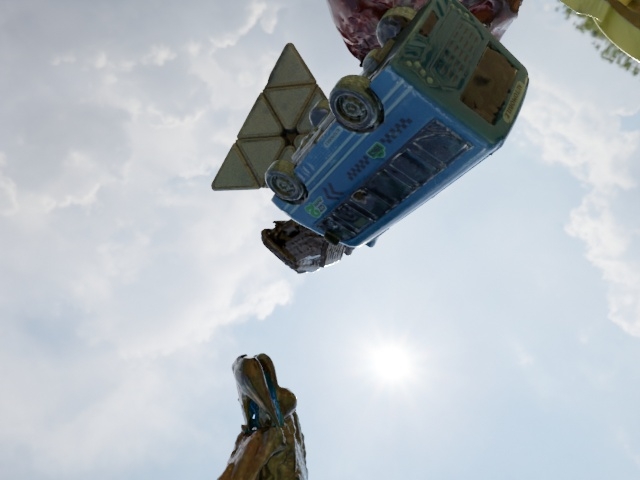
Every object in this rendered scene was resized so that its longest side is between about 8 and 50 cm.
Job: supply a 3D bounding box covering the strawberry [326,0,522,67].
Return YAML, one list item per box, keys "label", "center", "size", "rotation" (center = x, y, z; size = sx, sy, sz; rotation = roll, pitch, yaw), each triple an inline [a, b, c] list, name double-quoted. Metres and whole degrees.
- label: "strawberry"
  center: [0.132, -0.371, 0.809]
  size: [0.274, 0.274, 0.220]
  rotation: [3, -109, -14]

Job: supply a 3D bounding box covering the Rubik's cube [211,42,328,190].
- label: "Rubik's cube"
  center: [-0.039, -0.186, 1.137]
  size: [0.229, 0.228, 0.233]
  rotation: [28, -133, -19]

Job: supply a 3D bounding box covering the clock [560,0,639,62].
- label: "clock"
  center: [0.450, -0.261, 0.687]
  size: [0.294, 0.071, 0.277]
  rotation: [-21, -123, -13]

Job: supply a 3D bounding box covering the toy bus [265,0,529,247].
- label: "toy bus"
  center: [0.055, -0.088, 0.526]
  size: [0.134, 0.246, 0.113]
  rotation: [36, -122, -9]

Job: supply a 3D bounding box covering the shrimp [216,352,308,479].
- label: "shrimp"
  center: [-0.102, 0.376, 0.797]
  size: [0.221, 0.110, 0.445]
  rotation: [7, -99, -31]

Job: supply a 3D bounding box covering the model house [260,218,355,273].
- label: "model house"
  center: [-0.003, -0.008, 1.286]
  size: [0.141, 0.164, 0.203]
  rotation: [57, -159, 9]
